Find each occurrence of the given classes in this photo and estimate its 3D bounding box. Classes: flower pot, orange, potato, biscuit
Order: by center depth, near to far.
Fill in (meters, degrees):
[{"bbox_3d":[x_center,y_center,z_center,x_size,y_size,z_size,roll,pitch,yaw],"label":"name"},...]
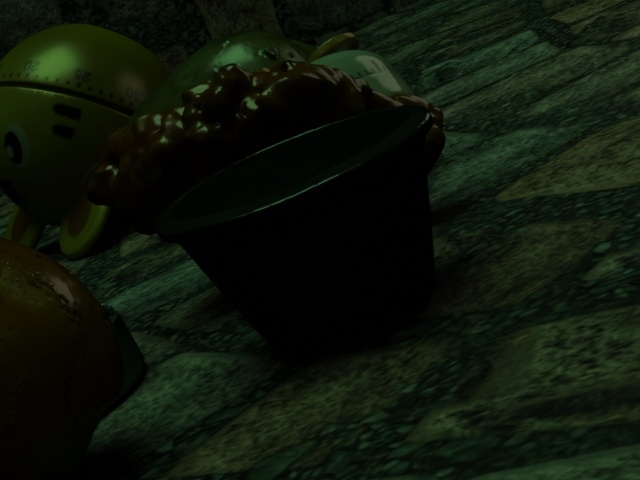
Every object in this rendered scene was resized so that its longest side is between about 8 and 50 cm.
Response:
[{"bbox_3d":[-0.282,0.111,1.210,0.240,0.240,0.240,-22,12,5],"label":"orange"},{"bbox_3d":[0.000,0.000,1.340,0.269,0.166,0.269,-20,14,5],"label":"flower pot"},{"bbox_3d":[-0.049,-0.082,1.595,0.312,0.110,0.318,12,-28,-41],"label":"biscuit"},{"bbox_3d":[-0.121,-0.160,2.110,0.270,0.219,0.359,6,-25,-46],"label":"potato"}]

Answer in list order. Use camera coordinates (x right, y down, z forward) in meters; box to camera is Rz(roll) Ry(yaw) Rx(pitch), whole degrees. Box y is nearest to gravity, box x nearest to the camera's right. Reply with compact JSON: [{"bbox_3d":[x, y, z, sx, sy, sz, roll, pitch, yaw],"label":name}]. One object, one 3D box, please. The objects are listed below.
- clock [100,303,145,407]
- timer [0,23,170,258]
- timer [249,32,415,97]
[{"bbox_3d":[-0.333,0.163,1.480,0.325,0.067,0.325,-23,12,5],"label":"clock"},{"bbox_3d":[-0.404,-0.148,2.427,0.376,0.376,0.386,-3,66,58],"label":"timer"},{"bbox_3d":[0.024,-0.119,1.844,0.233,0.240,0.233,-31,-17,-10],"label":"timer"}]
